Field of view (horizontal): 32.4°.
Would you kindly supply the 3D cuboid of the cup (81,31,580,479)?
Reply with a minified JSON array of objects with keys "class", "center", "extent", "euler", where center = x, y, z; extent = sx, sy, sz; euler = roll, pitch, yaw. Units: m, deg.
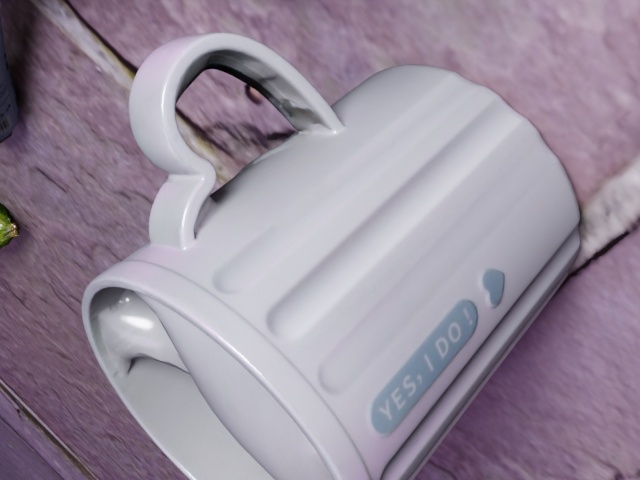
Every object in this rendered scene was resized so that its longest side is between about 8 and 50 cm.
[{"class":"cup","center":[0.012,0.009,0.514],"extent":[0.167,0.202,0.221],"euler":[30,147,27]}]

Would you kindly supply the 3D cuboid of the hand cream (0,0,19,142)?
[{"class":"hand cream","center":[-0.259,-0.123,0.808],"extent":[0.256,0.088,0.055],"euler":[127,137,-77]}]

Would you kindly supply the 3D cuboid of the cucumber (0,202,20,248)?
[{"class":"cucumber","center":[-0.377,-0.023,1.128],"extent":[0.227,0.069,0.069],"euler":[9,134,43]}]
